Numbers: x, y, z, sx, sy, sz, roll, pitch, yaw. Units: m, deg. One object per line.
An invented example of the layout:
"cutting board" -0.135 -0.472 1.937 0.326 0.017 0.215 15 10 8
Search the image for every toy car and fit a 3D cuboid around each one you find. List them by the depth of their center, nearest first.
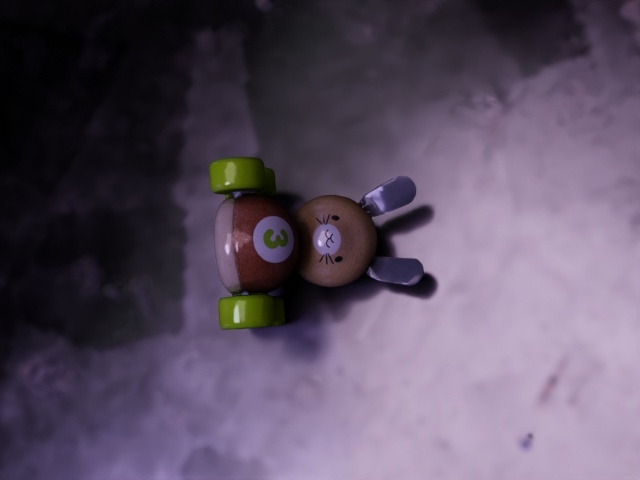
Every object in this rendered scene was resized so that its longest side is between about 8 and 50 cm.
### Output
"toy car" 0.000 0.000 1.150 0.188 0.149 0.155 -5 86 5
